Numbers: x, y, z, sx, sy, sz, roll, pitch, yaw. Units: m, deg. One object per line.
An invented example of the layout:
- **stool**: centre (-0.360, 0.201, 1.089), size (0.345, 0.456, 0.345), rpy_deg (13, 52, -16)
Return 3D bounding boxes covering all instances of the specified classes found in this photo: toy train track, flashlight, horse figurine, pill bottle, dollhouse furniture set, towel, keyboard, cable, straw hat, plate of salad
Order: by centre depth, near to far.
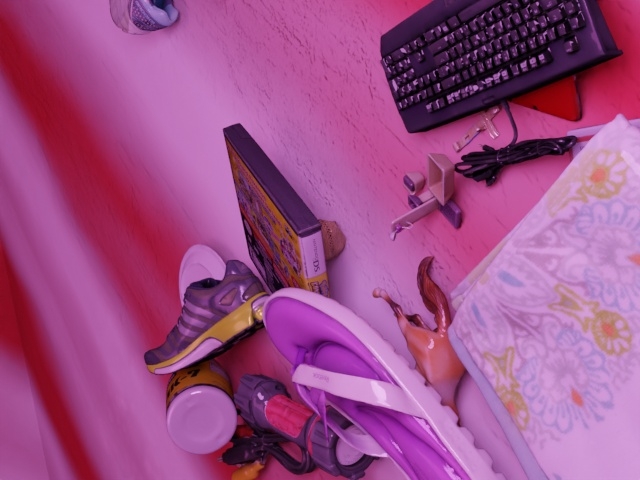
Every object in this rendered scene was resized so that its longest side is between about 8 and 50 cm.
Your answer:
- **towel**: centre (0.279, 0.125, 0.721), size (0.374, 0.090, 0.320), rpy_deg (60, 144, 24)
- **keyboard**: centre (0.166, -0.152, 0.821), size (0.201, 0.033, 0.317), rpy_deg (63, 157, -7)
- **toy train track**: centre (0.167, -0.122, 0.915), size (0.083, 0.014, 0.048), rpy_deg (-48, 61, 52)
- **dollhouse furniture set**: centre (0.099, -0.056, 0.939), size (0.091, 0.081, 0.114), rpy_deg (54, 167, 31)
- **horse figurine**: centre (0.129, 0.159, 1.024), size (0.174, 0.066, 0.263), rpy_deg (35, 131, 53)
- **straw hat**: centre (0.000, 0.000, 1.163), size (0.144, 0.061, 0.144), rpy_deg (58, 161, 34)
- **flashlight**: centre (-0.033, 0.268, 1.273), size (0.304, 0.103, 0.103), rpy_deg (13, 85, 55)
- **cable**: centre (-0.090, 0.350, 1.449), size (0.287, 0.072, 0.139), rpy_deg (-23, 64, 44)
- **pill bottle**: centre (-0.211, 0.279, 1.467), size (0.208, 0.119, 0.119), rpy_deg (-135, 38, -75)
- **plate of salad**: centre (-0.194, 0.103, 1.495), size (0.200, 0.048, 0.200), rpy_deg (19, 114, 48)

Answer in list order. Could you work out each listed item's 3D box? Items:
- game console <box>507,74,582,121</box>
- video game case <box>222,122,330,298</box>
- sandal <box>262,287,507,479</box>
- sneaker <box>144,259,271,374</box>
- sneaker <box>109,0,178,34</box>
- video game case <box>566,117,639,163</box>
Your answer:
- **game console**: centre (0.211, -0.203, 0.823), size (0.144, 0.085, 0.124), rpy_deg (31, 95, 47)
- **video game case**: centre (-0.057, 0.003, 1.178), size (0.275, 0.035, 0.248), rpy_deg (53, 158, 46)
- **sandal**: centre (0.052, 0.202, 0.991), size (0.416, 0.102, 0.169), rpy_deg (39, 140, 30)
- **sneaker**: centre (-0.193, 0.132, 1.397), size (0.300, 0.111, 0.121), rpy_deg (-32, 79, 30)
- **sneaker**: centre (-0.287, -0.493, 1.409), size (0.122, 0.110, 0.283), rpy_deg (10, 112, 36)
- **video game case**: centre (0.321, 0.031, 0.730), size (0.204, 0.025, 0.285), rpy_deg (-2, 99, 56)
